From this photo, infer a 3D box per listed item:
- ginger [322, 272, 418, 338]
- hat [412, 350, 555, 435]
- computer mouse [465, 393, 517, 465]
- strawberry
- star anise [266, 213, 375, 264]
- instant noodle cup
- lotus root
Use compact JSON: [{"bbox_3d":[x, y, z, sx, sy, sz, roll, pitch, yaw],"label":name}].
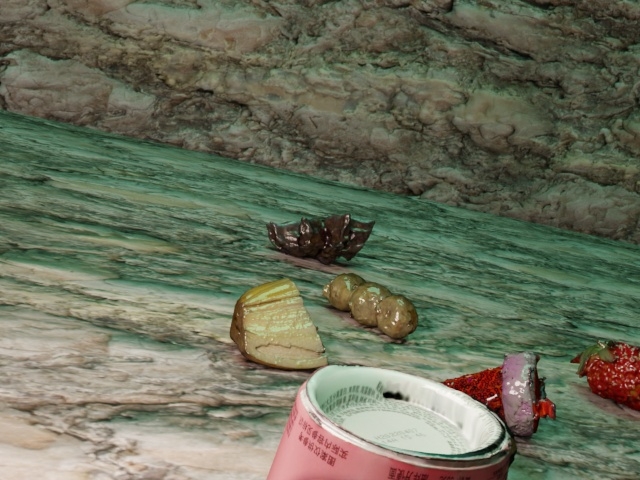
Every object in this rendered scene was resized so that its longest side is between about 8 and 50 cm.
[{"bbox_3d":[0.096,0.117,1.785,0.104,0.080,0.204,11,9,-40],"label":"ginger"},{"bbox_3d":[0.230,0.231,1.435,0.227,0.129,0.140,-1,27,12],"label":"hat"},{"bbox_3d":[0.138,0.252,1.159,0.183,0.116,0.323,13,12,15],"label":"computer mouse"},{"bbox_3d":[0.565,0.254,1.697,0.228,0.098,0.174,25,-5,-5],"label":"strawberry"},{"bbox_3d":[0.001,0.000,2.144,0.236,0.109,0.223,-1,-9,-7],"label":"star anise"},{"bbox_3d":[0.035,0.242,0.756,0.244,0.255,0.244,12,14,-3],"label":"instant noodle cup"},{"bbox_3d":[-0.076,0.139,1.497,0.135,0.095,0.159,2,57,-29],"label":"lotus root"}]
